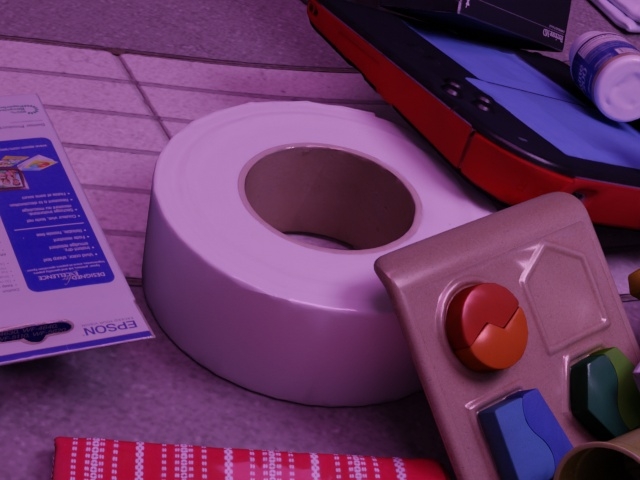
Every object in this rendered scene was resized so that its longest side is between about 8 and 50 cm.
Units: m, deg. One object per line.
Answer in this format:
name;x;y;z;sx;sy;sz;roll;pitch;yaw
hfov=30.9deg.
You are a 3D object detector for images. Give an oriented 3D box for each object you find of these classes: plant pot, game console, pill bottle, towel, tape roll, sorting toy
plant pot;0.214;0.163;0.792;0.083;0.083;0.079;35;33;26
game console;0.211;-0.124;1.121;0.387;0.060;0.342;6;33;-40
pill bottle;0.288;-0.169;1.156;0.067;0.067;0.120;6;25;-9
towel;-0.036;0.203;0.724;0.275;0.031;0.198;6;36;-10
tape roll;0.000;0.000;0.945;0.286;0.100;0.286;8;37;-6
sorting toy;0.198;0.074;0.866;0.307;0.041;0.229;-19;84;-36

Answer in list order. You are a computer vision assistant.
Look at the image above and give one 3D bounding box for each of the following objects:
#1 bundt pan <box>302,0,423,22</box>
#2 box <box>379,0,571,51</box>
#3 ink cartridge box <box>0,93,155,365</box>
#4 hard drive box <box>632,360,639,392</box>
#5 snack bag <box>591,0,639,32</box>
bundt pan;0.112;-0.380;1.460;0.331;0.124;0.330;8;37;-6
box;0.183;-0.313;1.240;0.103;0.184;0.261;11;5;34
ink cartridge box;-0.258;0.001;0.894;0.165;0.065;0.332;-7;40;-25
hard drive box;0.368;0.063;0.855;0.181;0.089;0.232;-5;28;45
snack bag;0.483;-0.391;1.664;0.323;0.037;0.342;-6;40;-23
